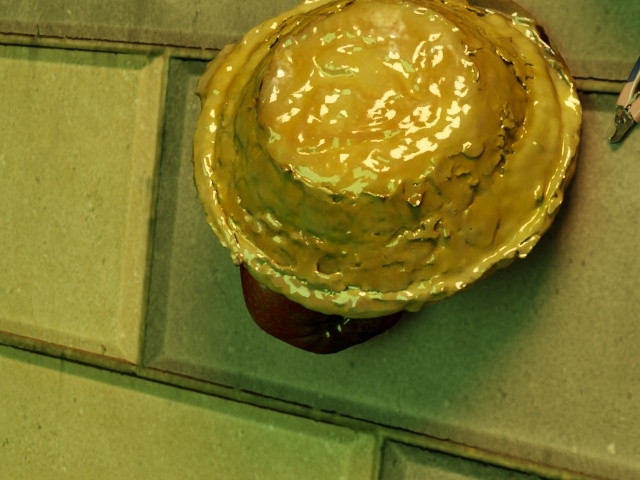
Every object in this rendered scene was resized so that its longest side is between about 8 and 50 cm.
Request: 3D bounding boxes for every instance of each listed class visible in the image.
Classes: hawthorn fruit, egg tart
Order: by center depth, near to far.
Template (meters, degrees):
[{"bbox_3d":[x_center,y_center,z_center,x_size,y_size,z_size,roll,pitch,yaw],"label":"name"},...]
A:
[{"bbox_3d":[0.049,-0.098,1.583,0.341,0.132,0.341,-5,66,10],"label":"egg tart"},{"bbox_3d":[0.000,0.000,1.711,0.157,0.157,0.194,-28,58,38],"label":"hawthorn fruit"}]

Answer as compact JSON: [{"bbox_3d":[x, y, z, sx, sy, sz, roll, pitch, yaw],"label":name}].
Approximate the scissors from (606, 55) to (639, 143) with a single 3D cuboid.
[{"bbox_3d":[0.267,-0.128,1.557,0.039,0.012,0.113,47,119,32],"label":"scissors"}]
